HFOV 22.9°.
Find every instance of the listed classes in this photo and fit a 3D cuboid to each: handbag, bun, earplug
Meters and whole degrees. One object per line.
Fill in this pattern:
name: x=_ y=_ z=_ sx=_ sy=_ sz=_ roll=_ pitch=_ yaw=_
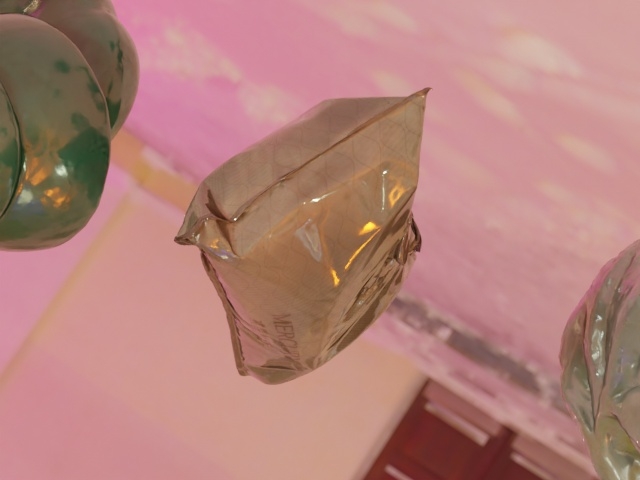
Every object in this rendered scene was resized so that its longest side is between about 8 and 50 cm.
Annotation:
handbag: x=0.000 y=0.000 z=1.038 sx=0.117 sy=0.182 sz=0.270 roll=54 pitch=170 yaw=22
bun: x=0.323 y=0.150 z=1.198 sx=0.354 sy=0.194 sz=0.354 roll=47 pitch=150 yaw=37
earplug: x=-0.235 y=-0.109 z=1.079 sx=0.257 sy=0.164 sz=0.280 roll=50 pitch=-149 yaw=7
